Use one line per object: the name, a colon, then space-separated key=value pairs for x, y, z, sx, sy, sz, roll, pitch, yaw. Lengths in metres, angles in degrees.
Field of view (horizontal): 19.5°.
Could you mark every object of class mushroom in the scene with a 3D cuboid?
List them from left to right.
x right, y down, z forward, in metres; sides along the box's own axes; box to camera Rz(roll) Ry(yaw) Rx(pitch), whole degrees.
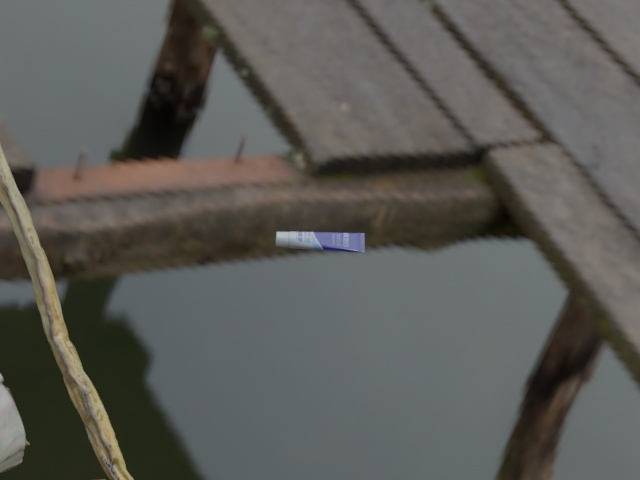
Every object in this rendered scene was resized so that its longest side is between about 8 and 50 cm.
mushroom: x=-0.148 y=0.006 z=0.936 sx=0.026 sy=0.286 sz=0.028 roll=-24 pitch=3 yaw=0

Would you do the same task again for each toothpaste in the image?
toothpaste: x=0.000 y=0.000 z=1.736 sx=0.083 sy=0.015 sz=0.024 roll=4 pitch=49 yaw=-3

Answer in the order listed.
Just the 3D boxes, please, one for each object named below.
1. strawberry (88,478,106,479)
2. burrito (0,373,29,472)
strawberry: x=-0.177 y=0.327 z=1.270 sx=0.261 sy=0.261 sz=0.257 roll=-13 pitch=52 yaw=-40
burrito: x=-0.301 y=0.095 z=1.051 sx=0.105 sy=0.143 sz=0.299 roll=-1 pitch=8 yaw=42
